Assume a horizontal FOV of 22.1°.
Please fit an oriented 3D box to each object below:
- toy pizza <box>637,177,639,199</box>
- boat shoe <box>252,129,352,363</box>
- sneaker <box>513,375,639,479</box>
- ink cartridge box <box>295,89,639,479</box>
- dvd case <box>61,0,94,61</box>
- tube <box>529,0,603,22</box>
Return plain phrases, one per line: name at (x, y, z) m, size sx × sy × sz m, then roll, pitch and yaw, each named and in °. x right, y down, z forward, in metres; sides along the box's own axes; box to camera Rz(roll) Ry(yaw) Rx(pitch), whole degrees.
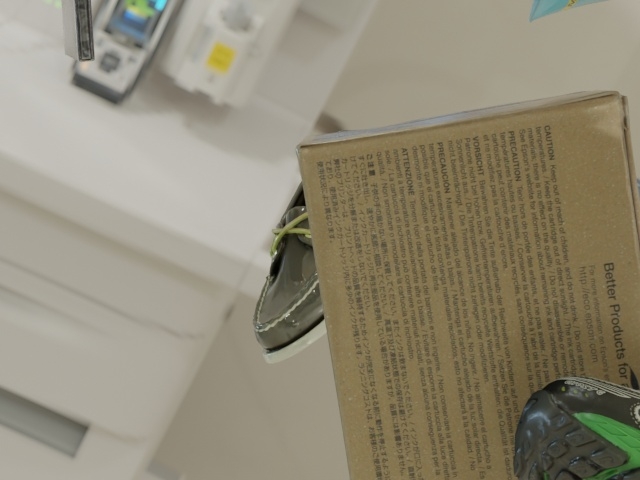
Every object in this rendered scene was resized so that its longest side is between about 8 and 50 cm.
toy pizza at (0.269, 0.020, 1.680) m, size 0.201 × 0.201 × 0.032 m, roll 7°, pitch 24°, yaw -41°
boat shoe at (-0.004, 0.001, 1.607) m, size 0.091 × 0.109 × 0.305 m, roll 55°, pitch 36°, yaw -20°
sneaker at (0.261, 0.146, 0.906) m, size 0.343 × 0.134 × 0.146 m, roll 22°, pitch 59°, yaw -15°
ink cartridge box at (0.098, 0.039, 0.983) m, size 0.193 × 0.235 × 0.088 m, roll -8°, pitch 6°, yaw 3°
dvd case at (-0.230, -0.252, 1.531) m, size 0.018 × 0.164 × 0.221 m, roll -4°, pitch 9°, yaw -11°
tube at (0.203, -0.211, 1.273) m, size 0.052 × 0.080 × 0.207 m, roll 21°, pitch 17°, yaw 18°
